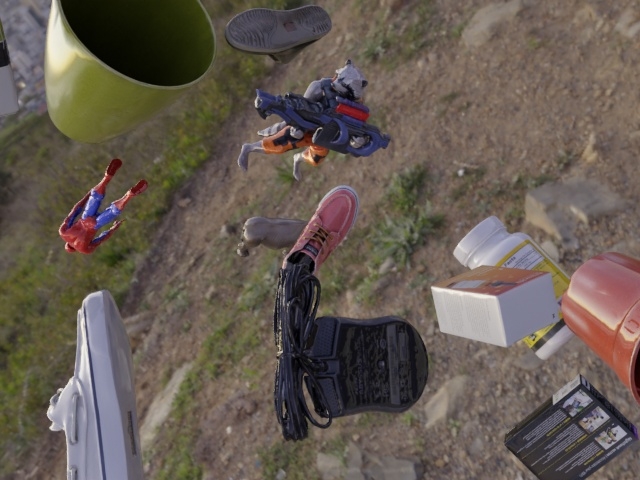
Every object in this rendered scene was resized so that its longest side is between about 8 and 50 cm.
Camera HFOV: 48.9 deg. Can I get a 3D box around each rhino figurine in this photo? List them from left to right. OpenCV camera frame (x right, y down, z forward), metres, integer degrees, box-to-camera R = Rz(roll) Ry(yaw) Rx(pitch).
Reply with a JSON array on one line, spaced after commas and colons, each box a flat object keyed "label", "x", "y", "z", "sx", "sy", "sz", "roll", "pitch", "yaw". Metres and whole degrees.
[{"label": "rhino figurine", "x": -0.064, "y": -0.010, "z": 1.584, "sx": 0.243, "sy": 0.106, "sz": 0.073, "roll": 0, "pitch": 58, "yaw": -9}]

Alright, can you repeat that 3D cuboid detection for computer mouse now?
[{"label": "computer mouse", "x": 0.029, "y": 0.138, "z": 0.826, "sx": 0.072, "sy": 0.272, "sz": 0.188, "roll": -12, "pitch": 71, "yaw": 39}]

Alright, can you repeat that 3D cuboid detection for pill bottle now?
[{"label": "pill bottle", "x": 0.484, "y": 0.105, "z": 1.688, "sx": 0.188, "sy": 0.188, "sz": 0.334, "roll": -39, "pitch": 70, "yaw": -6}]

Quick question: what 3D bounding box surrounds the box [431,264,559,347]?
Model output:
[{"label": "box", "x": 0.300, "y": 0.108, "z": 1.221, "sx": 0.130, "sy": 0.091, "sz": 0.170, "roll": -19, "pitch": 11, "yaw": -28}]

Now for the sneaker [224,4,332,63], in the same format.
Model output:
[{"label": "sneaker", "x": -0.091, "y": -0.355, "z": 1.270, "sx": 0.222, "sy": 0.083, "sz": 0.118, "roll": -19, "pitch": -6, "yaw": -37}]

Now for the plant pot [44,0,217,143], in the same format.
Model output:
[{"label": "plant pot", "x": -0.372, "y": -0.305, "z": 1.249, "sx": 0.293, "sy": 0.275, "sz": 0.275, "roll": -36, "pitch": 27, "yaw": 46}]

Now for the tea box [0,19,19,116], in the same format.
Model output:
[{"label": "tea box", "x": -0.566, "y": -0.293, "z": 0.803, "sx": 0.329, "sy": 0.323, "sz": 0.220, "roll": -21, "pitch": 56, "yaw": -25}]

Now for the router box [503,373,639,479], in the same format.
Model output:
[{"label": "router box", "x": 0.425, "y": 0.336, "z": 1.204, "sx": 0.179, "sy": 0.133, "sz": 0.046, "roll": -47, "pitch": -5, "yaw": 21}]

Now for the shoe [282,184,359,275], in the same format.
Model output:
[{"label": "shoe", "x": 0.000, "y": 0.000, "z": 1.071, "sx": 0.178, "sy": 0.063, "sz": 0.081, "roll": -57, "pitch": 0, "yaw": 20}]

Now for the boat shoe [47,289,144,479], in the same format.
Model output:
[{"label": "boat shoe", "x": -0.251, "y": 0.189, "z": 0.772, "sx": 0.088, "sy": 0.096, "sz": 0.267, "roll": -10, "pitch": 80, "yaw": -3}]

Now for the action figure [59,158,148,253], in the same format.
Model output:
[{"label": "action figure", "x": -0.416, "y": -0.068, "z": 1.369, "sx": 0.280, "sy": 0.091, "sz": 0.139, "roll": -38, "pitch": 16, "yaw": 37}]

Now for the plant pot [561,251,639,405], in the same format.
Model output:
[{"label": "plant pot", "x": 0.639, "y": 0.160, "z": 1.391, "sx": 0.272, "sy": 0.272, "sz": 0.265, "roll": -36, "pitch": 26, "yaw": -2}]

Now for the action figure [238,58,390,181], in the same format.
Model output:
[{"label": "action figure", "x": -0.039, "y": -0.265, "z": 1.490, "sx": 0.330, "sy": 0.341, "sz": 0.178, "roll": -35, "pitch": 52, "yaw": 33}]
